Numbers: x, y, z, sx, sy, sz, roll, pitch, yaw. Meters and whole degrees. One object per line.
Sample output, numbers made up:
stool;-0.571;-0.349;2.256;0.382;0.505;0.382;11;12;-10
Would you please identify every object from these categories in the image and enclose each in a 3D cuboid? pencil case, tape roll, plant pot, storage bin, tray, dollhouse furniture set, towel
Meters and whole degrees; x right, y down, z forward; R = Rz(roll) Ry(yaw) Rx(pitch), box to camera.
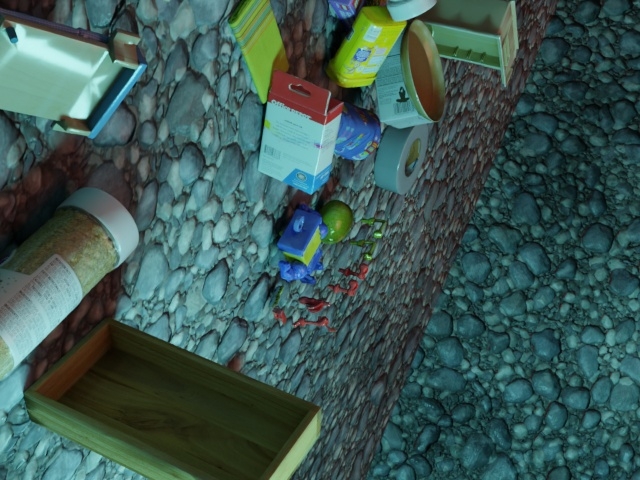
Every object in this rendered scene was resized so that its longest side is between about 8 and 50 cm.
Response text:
pencil case;0.036;-0.248;2.010;0.133;0.119;0.306;-35;168;18
tape roll;0.229;-0.242;2.547;0.219;0.072;0.219;-51;153;-40
plant pot;0.231;-0.385;2.073;0.236;0.032;0.236;30;55;-57
storage bin;0.375;-0.537;2.389;0.123;0.262;0.260;-67;159;-15
tray;-0.227;0.271;1.401;0.203;0.411;0.076;-48;149;-45
dollhouse furniture set;-0.360;-0.295;1.075;0.286;0.198;0.303;5;136;-47
towel;-0.113;-0.363;1.684;0.102;0.021;0.237;-57;157;-18

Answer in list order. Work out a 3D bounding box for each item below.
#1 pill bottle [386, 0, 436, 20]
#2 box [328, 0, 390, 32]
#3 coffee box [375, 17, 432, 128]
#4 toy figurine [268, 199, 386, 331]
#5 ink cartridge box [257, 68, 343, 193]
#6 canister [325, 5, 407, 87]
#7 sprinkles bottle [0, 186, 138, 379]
pill bottle;0.152;-0.570;1.845;0.121;0.121;0.221;-51;124;-40
box;0.120;-0.603;1.986;0.293;0.057;0.201;-68;158;-6
coffee box;0.192;-0.402;2.153;0.141;0.098;0.246;2;81;-68
toy figurine;0.000;0.000;2.056;0.362;0.191;0.217;-60;152;-28
ink cartridge box;-0.038;-0.225;1.795;0.078;0.134;0.231;-42;151;-50
canister;0.100;-0.421;1.963;0.126;0.073;0.170;-15;149;-43
sprinkles bottle;-0.396;0.074;1.220;0.355;0.121;0.121;-52;152;-40
